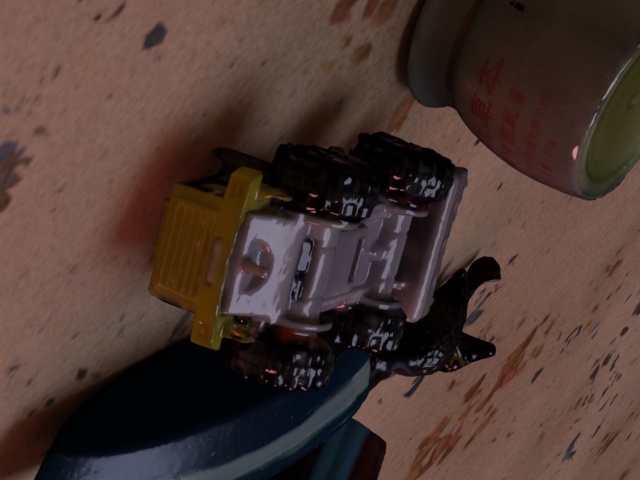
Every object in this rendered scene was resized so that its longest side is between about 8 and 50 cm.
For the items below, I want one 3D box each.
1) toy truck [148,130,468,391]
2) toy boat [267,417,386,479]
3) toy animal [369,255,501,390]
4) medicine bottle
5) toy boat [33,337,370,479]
[{"bbox_3d":[0.000,0.000,1.029,0.286,0.111,0.136,-9,116,-66],"label":"toy truck"},{"bbox_3d":[-0.075,0.283,1.266,0.392,0.136,0.079,-58,134,-31],"label":"toy boat"},{"bbox_3d":[0.084,0.080,1.441,0.202,0.070,0.105,-22,131,-51],"label":"toy animal"},{"bbox_3d":[0.146,-0.118,1.105,0.147,0.143,0.147,-42,152,-28],"label":"medicine bottle"},{"bbox_3d":[-0.077,0.110,1.071,0.299,0.096,0.062,-24,135,-49],"label":"toy boat"}]
